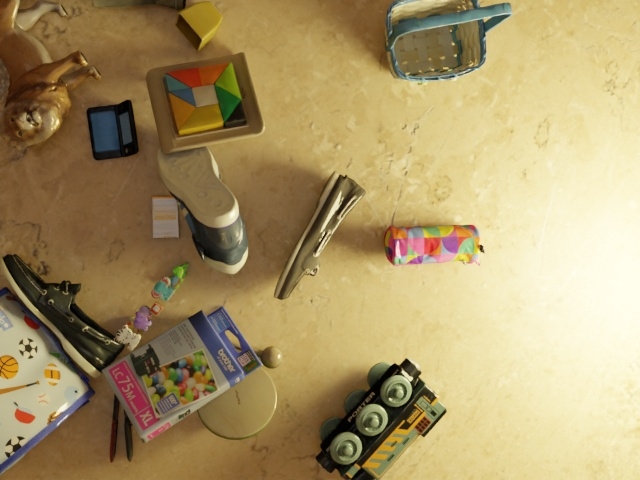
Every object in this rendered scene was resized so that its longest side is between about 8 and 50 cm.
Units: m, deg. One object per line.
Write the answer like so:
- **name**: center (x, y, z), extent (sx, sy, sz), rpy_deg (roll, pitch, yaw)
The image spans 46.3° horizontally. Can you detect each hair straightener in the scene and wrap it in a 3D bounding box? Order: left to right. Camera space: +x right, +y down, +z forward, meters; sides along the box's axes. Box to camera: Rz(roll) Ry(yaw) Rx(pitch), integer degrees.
- **hair straightener**: center (-0.438, 0.398, 1.736), extent (0.089, 0.047, 0.230), rpy_deg (3, 87, -9)

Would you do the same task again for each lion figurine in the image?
- **lion figurine**: center (-0.651, -0.406, 1.646), extent (0.240, 0.142, 0.392), rpy_deg (-28, 81, 1)

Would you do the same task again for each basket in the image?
- **basket**: center (0.270, -0.463, 1.687), extent (0.255, 0.289, 0.201), rpy_deg (-10, 88, -5)

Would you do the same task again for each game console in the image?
- **game console**: center (-0.471, -0.250, 1.695), extent (0.071, 0.107, 0.122), rpy_deg (-10, 94, -36)

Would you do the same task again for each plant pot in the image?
- **plant pot**: center (-0.272, -0.500, 1.714), extent (0.083, 0.081, 0.081), rpy_deg (-43, 97, -17)

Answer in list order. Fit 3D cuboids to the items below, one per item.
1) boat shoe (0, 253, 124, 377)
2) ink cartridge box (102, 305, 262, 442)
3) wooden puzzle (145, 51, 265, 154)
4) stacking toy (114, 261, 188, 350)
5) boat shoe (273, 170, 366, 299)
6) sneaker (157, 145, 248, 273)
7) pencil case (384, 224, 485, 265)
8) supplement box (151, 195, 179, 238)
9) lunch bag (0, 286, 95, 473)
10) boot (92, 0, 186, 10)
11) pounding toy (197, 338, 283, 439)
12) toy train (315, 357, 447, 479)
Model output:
- **boat shoe**: center (-0.566, 0.146, 1.663), extent (0.113, 0.127, 0.340), rpy_deg (-38, 98, -7)
- **ink cartridge box**: center (-0.308, 0.288, 1.685), extent (0.311, 0.065, 0.186), rpy_deg (-30, 69, -17)
- **wooden puzzle**: center (-0.264, -0.318, 1.699), extent (0.239, 0.044, 0.221), rpy_deg (-14, 71, -6)
- **stacking toy**: center (-0.374, 0.138, 1.670), extent (0.052, 0.167, 0.221), rpy_deg (36, 87, -7)
- **boat shoe**: center (0.000, 0.000, 1.751), extent (0.095, 0.112, 0.335), rpy_deg (27, 84, -4)
- **sneaker**: center (-0.266, -0.064, 1.704), extent (0.130, 0.323, 0.236), rpy_deg (-24, 140, -18)
- **pencil case**: center (0.272, 0.013, 1.800), extent (0.236, 0.104, 0.104), rpy_deg (0, 92, -7)
- **supplement box**: center (-0.358, -0.054, 1.732), extent (0.062, 0.036, 0.098), rpy_deg (-1, 92, -9)
- **lunch bag**: center (-0.724, 0.331, 1.585), extent (0.328, 0.239, 0.385), rpy_deg (51, 59, -5)
- **boot**: center (-0.409, -0.614, 1.699), extent (0.208, 0.076, 0.189), rpy_deg (5, 89, -2)
- **pounding toy**: center (-0.188, 0.359, 1.752), extent (0.183, 0.110, 0.237), rpy_deg (10, 61, 2)
- **toy train**: center (0.144, 0.440, 1.778), extent (0.190, 0.142, 0.334), rpy_deg (44, 85, -17)
